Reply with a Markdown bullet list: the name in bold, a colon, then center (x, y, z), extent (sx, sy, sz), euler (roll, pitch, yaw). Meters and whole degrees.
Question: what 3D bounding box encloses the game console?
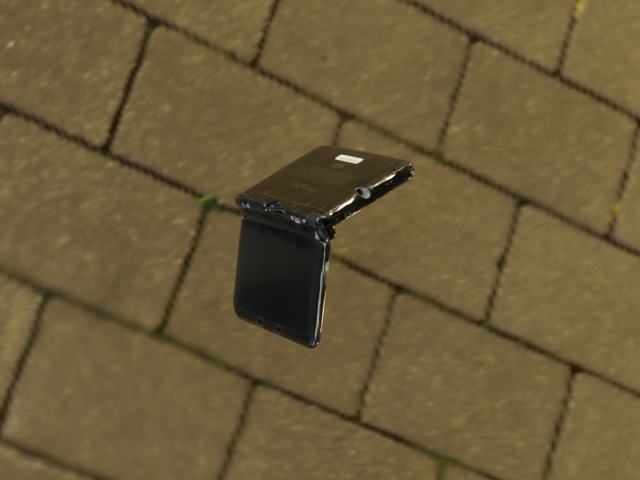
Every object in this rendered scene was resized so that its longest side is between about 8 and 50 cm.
- **game console**: center (0.000, 0.000, 1.087), extent (0.107, 0.122, 0.071), euler (-32, 111, -19)
